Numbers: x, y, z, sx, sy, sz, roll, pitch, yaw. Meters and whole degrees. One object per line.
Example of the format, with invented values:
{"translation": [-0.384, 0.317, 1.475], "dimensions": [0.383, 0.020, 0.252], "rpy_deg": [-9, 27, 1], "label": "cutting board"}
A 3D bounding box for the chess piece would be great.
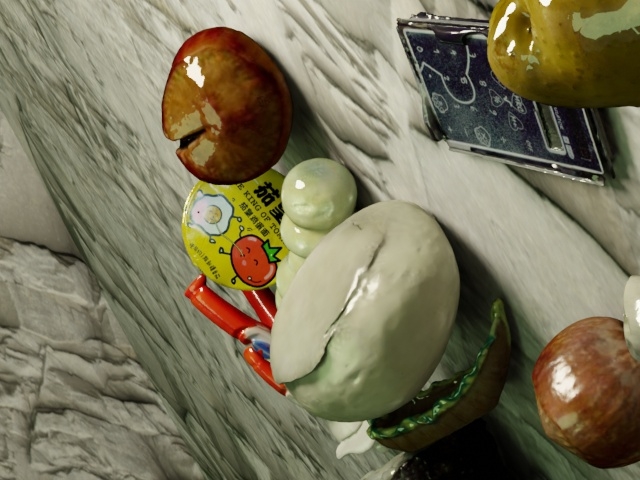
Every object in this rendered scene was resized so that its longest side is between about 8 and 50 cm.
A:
{"translation": [0.000, 0.000, 1.749], "dimensions": [0.133, 0.133, 0.243], "rpy_deg": [40, 148, 36], "label": "chess piece"}

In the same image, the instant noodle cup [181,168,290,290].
{"translation": [-0.120, -0.016, 1.918], "dimensions": [0.182, 0.182, 0.144], "rpy_deg": [59, 166, -4], "label": "instant noodle cup"}

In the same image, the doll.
{"translation": [-0.034, 0.182, 2.011], "dimensions": [0.384, 0.188, 0.099], "rpy_deg": [47, 121, 3], "label": "doll"}

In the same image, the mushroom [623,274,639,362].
{"translation": [0.361, 0.102, 1.188], "dimensions": [0.225, 0.093, 0.116], "rpy_deg": [21, 154, 42], "label": "mushroom"}

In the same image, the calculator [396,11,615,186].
{"translation": [0.178, -0.143, 1.310], "dimensions": [0.274, 0.028, 0.166], "rpy_deg": [19, 137, 56], "label": "calculator"}

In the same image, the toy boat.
{"translation": [0.162, 0.181, 1.629], "dimensions": [0.099, 0.108, 0.293], "rpy_deg": [48, 133, 5], "label": "toy boat"}

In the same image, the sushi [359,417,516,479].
{"translation": [0.149, 0.386, 1.806], "dimensions": [0.207, 0.234, 0.348], "rpy_deg": [52, 161, 12], "label": "sushi"}

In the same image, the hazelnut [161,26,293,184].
{"translation": [-0.118, -0.177, 1.724], "dimensions": [0.178, 0.178, 0.204], "rpy_deg": [9, 123, 61], "label": "hazelnut"}

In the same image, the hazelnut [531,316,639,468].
{"translation": [0.288, 0.152, 1.343], "dimensions": [0.143, 0.143, 0.154], "rpy_deg": [90, 157, -53], "label": "hazelnut"}

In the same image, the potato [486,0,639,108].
{"translation": [0.281, -0.153, 0.836], "dimensions": [0.369, 0.176, 0.195], "rpy_deg": [7, 150, 33], "label": "potato"}

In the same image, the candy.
{"translation": [0.062, 0.089, 1.592], "dimensions": [0.185, 0.295, 0.295], "rpy_deg": [29, 166, -20], "label": "candy"}
